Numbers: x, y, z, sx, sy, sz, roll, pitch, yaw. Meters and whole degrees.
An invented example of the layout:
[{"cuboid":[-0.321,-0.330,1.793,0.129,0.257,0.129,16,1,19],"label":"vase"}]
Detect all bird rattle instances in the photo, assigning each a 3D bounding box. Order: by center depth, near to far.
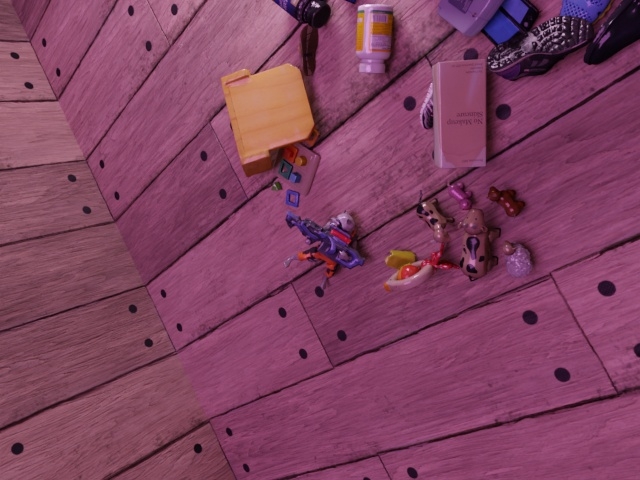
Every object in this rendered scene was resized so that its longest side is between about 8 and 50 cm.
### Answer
[{"cuboid":[0.328,0.113,1.887,0.254,0.207,0.143,-2,119,48],"label":"bird rattle"}]

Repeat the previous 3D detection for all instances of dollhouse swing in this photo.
[{"cuboid":[-0.196,-0.475,2.187,0.305,0.315,0.346,-15,85,-4],"label":"dollhouse swing"}]

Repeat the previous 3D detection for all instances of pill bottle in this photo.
[{"cuboid":[0.176,-0.659,1.838,0.118,0.118,0.208,13,110,35],"label":"pill bottle"},{"cuboid":[-0.070,-0.849,1.976,0.219,0.123,0.122,44,125,19],"label":"pill bottle"}]

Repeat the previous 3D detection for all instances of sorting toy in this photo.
[{"cuboid":[-0.107,-0.298,2.206,0.196,0.047,0.347,35,121,26],"label":"sorting toy"}]

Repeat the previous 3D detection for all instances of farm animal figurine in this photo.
[{"cuboid":[0.465,-0.025,1.745,0.330,0.172,0.326,-10,96,40],"label":"farm animal figurine"}]

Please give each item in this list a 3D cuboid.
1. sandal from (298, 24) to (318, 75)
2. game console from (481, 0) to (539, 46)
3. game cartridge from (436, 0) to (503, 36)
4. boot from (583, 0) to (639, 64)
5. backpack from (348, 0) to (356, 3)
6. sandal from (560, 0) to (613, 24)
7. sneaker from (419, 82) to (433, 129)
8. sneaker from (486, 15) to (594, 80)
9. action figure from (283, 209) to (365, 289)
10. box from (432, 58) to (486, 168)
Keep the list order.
[{"cuboid":[-0.053,-0.698,2.050,0.049,0.072,0.180,34,128,52],"label":"sandal"},{"cuboid":[0.522,-0.636,1.584,0.144,0.085,0.124,52,164,14],"label":"game console"},{"cuboid":[0.461,-0.745,1.585,0.294,0.060,0.196,-61,38,33],"label":"game cartridge"},{"cuboid":[0.815,-0.504,1.386,0.207,0.094,0.246,47,120,24],"label":"boot"},{"cuboid":[0.080,-0.861,1.856,0.098,0.120,0.101,51,127,17],"label":"backpack"},{"cuboid":[0.708,-0.684,1.398,0.126,0.138,0.317,38,125,22],"label":"sandal"},{"cuboid":[0.373,-0.431,1.778,0.075,0.063,0.170,31,115,35],"label":"sneaker"},{"cuboid":[0.613,-0.518,1.530,0.283,0.124,0.107,-5,72,47],"label":"sneaker"},{"cuboid":[0.000,0.000,2.127,0.341,0.178,0.330,40,122,-6],"label":"action figure"},{"cuboid":[0.418,-0.378,1.686,0.148,0.121,0.311,-4,102,3],"label":"box"}]
